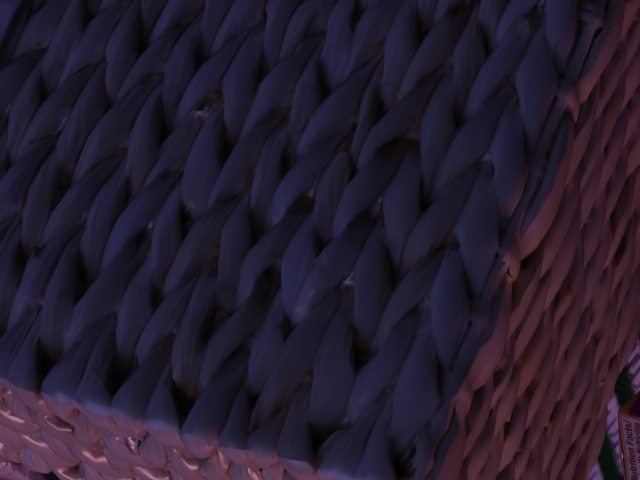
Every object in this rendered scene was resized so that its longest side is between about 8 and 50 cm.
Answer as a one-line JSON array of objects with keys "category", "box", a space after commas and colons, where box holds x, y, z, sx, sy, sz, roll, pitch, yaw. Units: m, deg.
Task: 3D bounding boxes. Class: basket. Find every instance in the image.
[{"category": "basket", "box": [0.000, 0.000, 0.665, 0.266, 0.331, 0.328, 15, 156, 21]}]

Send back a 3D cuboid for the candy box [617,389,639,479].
[{"category": "candy box", "box": [0.263, 0.102, 0.741, 0.187, 0.109, 0.053, 12, 122, 40]}]
